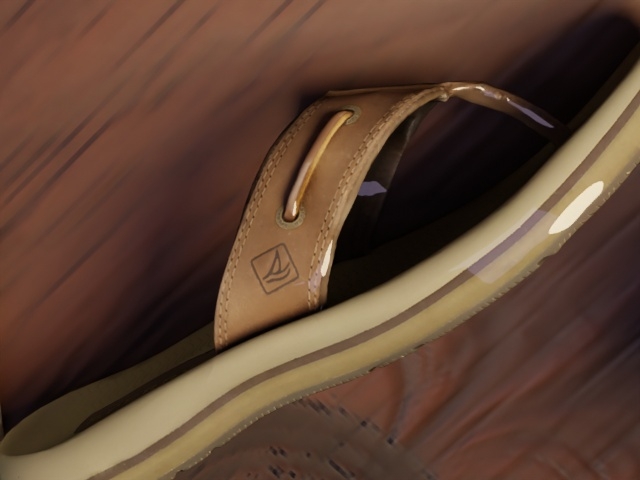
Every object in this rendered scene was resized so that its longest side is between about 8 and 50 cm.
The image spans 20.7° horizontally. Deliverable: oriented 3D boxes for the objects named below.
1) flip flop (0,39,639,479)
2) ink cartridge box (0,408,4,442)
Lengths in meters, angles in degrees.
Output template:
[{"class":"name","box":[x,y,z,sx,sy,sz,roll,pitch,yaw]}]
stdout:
[{"class":"flip flop","box":[0.000,0.000,0.566,0.277,0.112,0.080,-30,93,17]},{"class":"ink cartridge box","box":[-0.225,0.073,0.614,0.225,0.056,0.181,-4,110,0]}]
